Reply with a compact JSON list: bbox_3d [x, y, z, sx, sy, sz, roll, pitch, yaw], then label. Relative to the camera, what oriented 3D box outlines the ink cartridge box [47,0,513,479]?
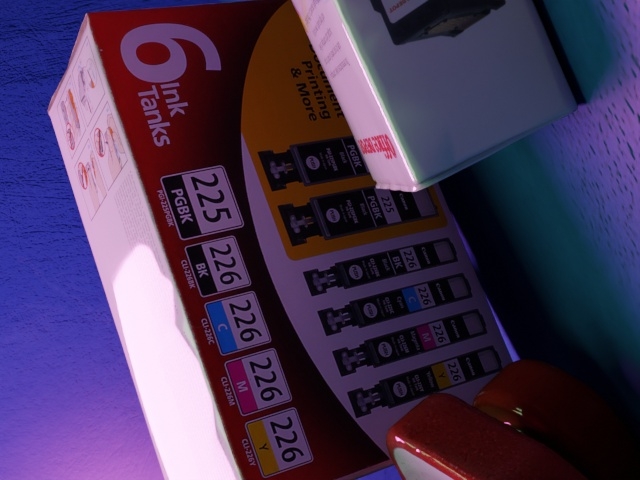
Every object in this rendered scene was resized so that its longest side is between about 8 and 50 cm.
[{"bbox_3d":[0.000,0.000,0.676,0.130,0.271,0.310,-41,66,56],"label":"ink cartridge box"}]

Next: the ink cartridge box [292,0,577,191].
[{"bbox_3d":[0.027,-0.115,0.431,0.127,0.072,0.175,-141,25,-83],"label":"ink cartridge box"}]

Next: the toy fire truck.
[{"bbox_3d":[0.150,0.215,0.505,0.254,0.169,0.302,21,143,50],"label":"toy fire truck"}]
